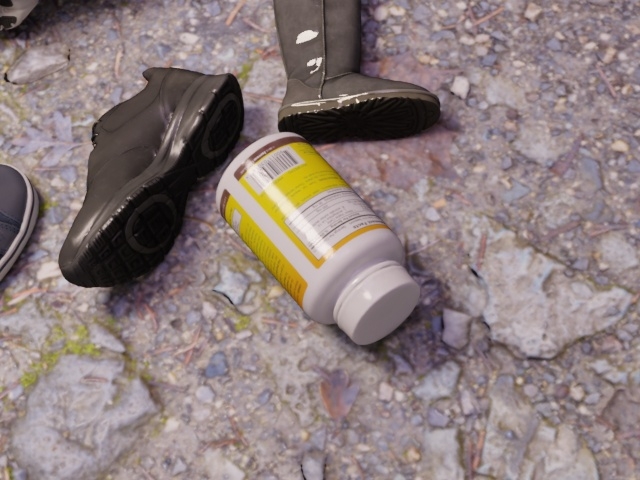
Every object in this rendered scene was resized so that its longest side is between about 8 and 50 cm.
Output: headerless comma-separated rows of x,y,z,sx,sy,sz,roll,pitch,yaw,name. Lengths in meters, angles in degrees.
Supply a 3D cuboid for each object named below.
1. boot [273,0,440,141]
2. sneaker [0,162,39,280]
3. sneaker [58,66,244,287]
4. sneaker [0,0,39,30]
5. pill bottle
0.036,-0.210,1.606,0.189,0.076,0.209,0,55,6,boot
-0.422,0.025,1.511,0.126,0.127,0.321,33,70,25,sneaker
-0.195,-0.069,1.550,0.130,0.109,0.286,19,56,25,sneaker
-0.399,-0.282,1.720,0.169,0.068,0.071,14,35,20,sneaker
0.000,0.000,1.462,0.117,0.117,0.215,-36,63,-11,pill bottle
